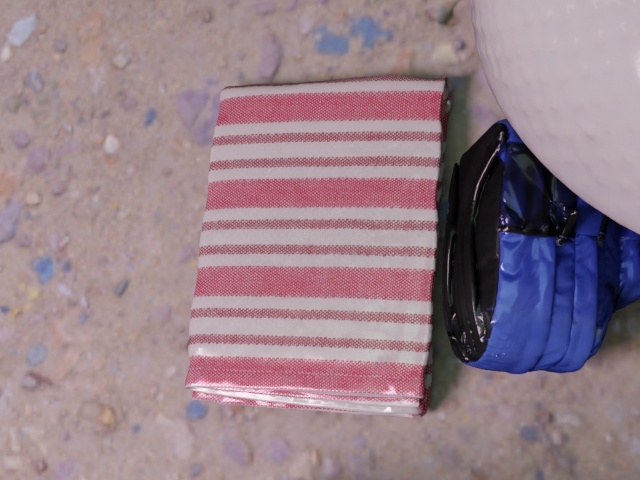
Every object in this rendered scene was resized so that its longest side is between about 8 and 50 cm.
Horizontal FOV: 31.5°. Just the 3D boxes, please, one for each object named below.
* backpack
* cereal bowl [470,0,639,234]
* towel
[{"bbox_3d":[0.115,0.009,0.579,0.101,0.098,0.120,8,79,0],"label":"backpack"},{"bbox_3d":[0.230,-0.156,0.499,0.339,0.141,0.338,-5,56,8],"label":"cereal bowl"},{"bbox_3d":[0.000,0.000,0.656,0.144,0.029,0.197,1,76,17],"label":"towel"}]
